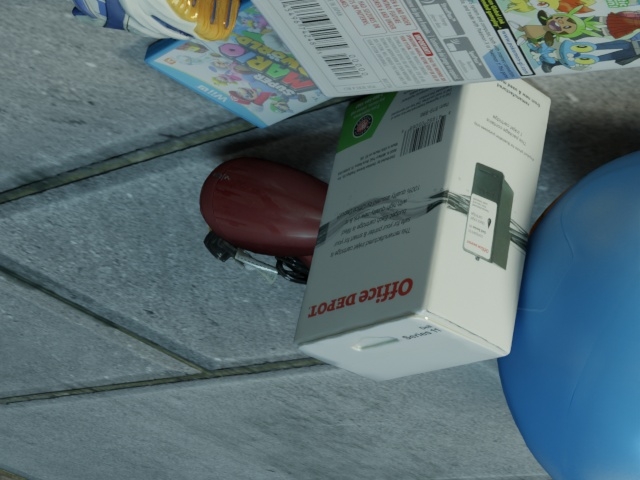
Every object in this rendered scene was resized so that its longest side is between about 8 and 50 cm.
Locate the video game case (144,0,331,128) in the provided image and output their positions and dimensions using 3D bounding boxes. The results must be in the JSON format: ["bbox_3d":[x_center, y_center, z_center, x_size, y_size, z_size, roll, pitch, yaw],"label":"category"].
[{"bbox_3d":[-0.039,-0.135,1.084,0.119,0.015,0.166,27,153,-31],"label":"video game case"}]

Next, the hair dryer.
[{"bbox_3d":[0.000,0.000,1.260,0.224,0.080,0.293,24,171,3],"label":"hair dryer"}]

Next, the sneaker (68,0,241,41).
[{"bbox_3d":[-0.160,-0.206,0.866,0.131,0.112,0.296,2,154,25],"label":"sneaker"}]

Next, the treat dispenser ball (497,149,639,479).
[{"bbox_3d":[0.270,0.072,1.049,0.288,0.288,0.288,11,157,5],"label":"treat dispenser ball"}]

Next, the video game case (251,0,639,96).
[{"bbox_3d":[0.073,-0.194,0.848,0.300,0.036,0.329,-3,152,26],"label":"video game case"}]

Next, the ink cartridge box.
[{"bbox_3d":[0.074,-0.013,1.057,0.087,0.208,0.153,27,153,-30],"label":"ink cartridge box"}]
